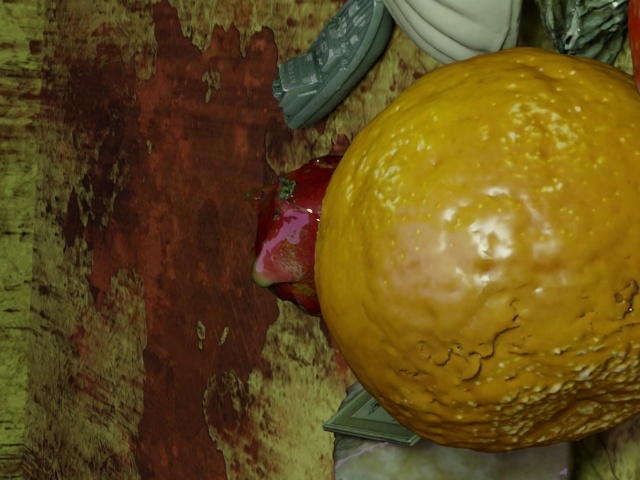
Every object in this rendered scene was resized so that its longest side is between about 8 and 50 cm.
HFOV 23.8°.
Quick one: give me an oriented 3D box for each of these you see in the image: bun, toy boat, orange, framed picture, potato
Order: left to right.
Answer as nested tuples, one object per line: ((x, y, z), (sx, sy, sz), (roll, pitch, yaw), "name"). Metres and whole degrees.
((0.012, -0.215, 1.783), (0.260, 0.085, 0.078), (-45, 50, 54), "toy boat")
((0.107, -0.285, 1.404), (0.263, 0.175, 0.263), (5, -90, -87), "bun")
((0.122, 0.115, 1.445), (0.010, 0.231, 0.173), (57, 155, -14), "framed picture")
((0.158, 0.211, 1.488), (0.264, 0.189, 0.211), (-29, 100, 23), "potato")
((0.161, 0.005, 1.208), (0.340, 0.340, 0.293), (-51, 46, 50), "orange")

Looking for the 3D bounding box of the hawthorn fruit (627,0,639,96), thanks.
((0.318, -0.128, 1.059), (0.205, 0.205, 0.253), (142, 129, -57), "hawthorn fruit")

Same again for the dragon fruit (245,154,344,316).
((0.013, -0.016, 1.713), (0.200, 0.198, 0.269), (-51, 3, 1), "dragon fruit")

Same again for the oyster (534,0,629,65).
((0.262, -0.282, 1.262), (0.162, 0.158, 0.351), (-55, -15, -48), "oyster")
